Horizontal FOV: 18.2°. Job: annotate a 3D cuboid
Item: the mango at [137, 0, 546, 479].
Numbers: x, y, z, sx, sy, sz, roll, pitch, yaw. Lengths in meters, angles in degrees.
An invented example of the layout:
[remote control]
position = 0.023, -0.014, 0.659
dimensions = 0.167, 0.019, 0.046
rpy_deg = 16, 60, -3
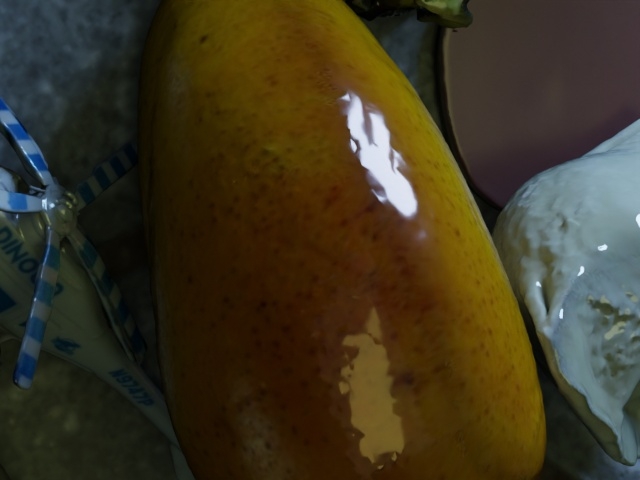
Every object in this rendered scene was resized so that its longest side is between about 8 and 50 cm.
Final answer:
[mango]
position = 0.000, 0.000, 1.007
dimensions = 0.201, 0.199, 0.350
rpy_deg = -4, 68, -32

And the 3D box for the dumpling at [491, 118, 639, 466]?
[dumpling]
position = 0.165, 0.037, 1.084
dimensions = 0.126, 0.216, 0.166
rpy_deg = -18, 116, 6

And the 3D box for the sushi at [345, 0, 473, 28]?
[sushi]
position = 0.059, -0.253, 1.034
dimensions = 0.131, 0.139, 0.291
rpy_deg = 9, 101, -9

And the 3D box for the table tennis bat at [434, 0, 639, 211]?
[table tennis bat]
position = 0.129, -0.133, 1.138
dimensions = 0.138, 0.022, 0.246
rpy_deg = -7, 98, -15

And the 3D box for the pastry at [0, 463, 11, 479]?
[pastry]
position = -0.223, 0.169, 1.026
dimensions = 0.166, 0.088, 0.165
rpy_deg = -1, 95, -17

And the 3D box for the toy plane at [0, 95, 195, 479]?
[toy plane]
position = -0.129, 0.039, 1.059
dimensions = 0.273, 0.107, 0.182
rpy_deg = 39, 39, -39
